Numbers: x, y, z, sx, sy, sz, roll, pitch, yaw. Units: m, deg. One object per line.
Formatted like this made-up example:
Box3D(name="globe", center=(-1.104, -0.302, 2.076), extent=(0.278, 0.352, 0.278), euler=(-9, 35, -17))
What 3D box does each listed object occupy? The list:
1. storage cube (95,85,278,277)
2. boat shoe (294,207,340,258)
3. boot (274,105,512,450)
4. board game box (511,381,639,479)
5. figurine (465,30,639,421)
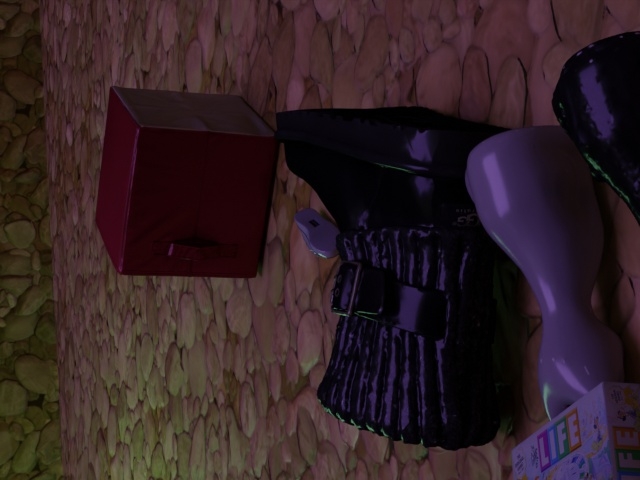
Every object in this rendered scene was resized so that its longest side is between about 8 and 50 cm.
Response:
Box3D(name="storage cube", center=(-0.176, -0.076, 1.542), extent=(0.215, 0.183, 0.193), euler=(-131, 48, -61))
Box3D(name="boat shoe", center=(0.000, 0.000, 1.304), extent=(0.100, 0.035, 0.035), euler=(45, 158, 56))
Box3D(name="boot", center=(0.047, 0.017, 1.045), extent=(0.348, 0.131, 0.260), euler=(-150, 60, -68))
Box3D(name="board game box", center=(0.162, 0.162, 0.757), extent=(0.154, 0.026, 0.103), euler=(116, 157, -62))
Box3D(name="figurine", center=(0.183, 0.008, 0.770), extent=(0.215, 0.092, 0.209), euler=(134, 128, -62))
